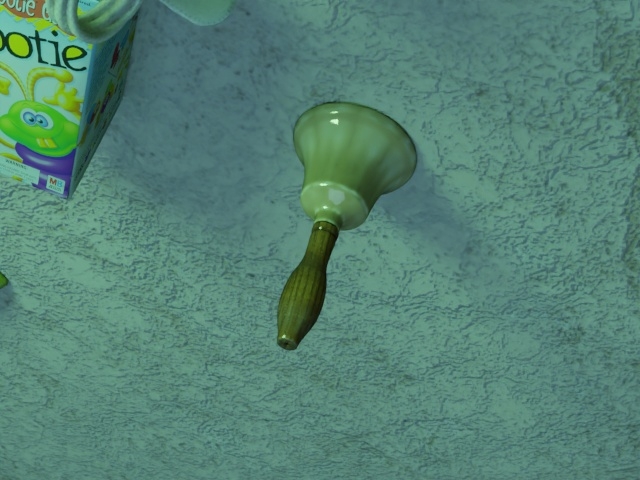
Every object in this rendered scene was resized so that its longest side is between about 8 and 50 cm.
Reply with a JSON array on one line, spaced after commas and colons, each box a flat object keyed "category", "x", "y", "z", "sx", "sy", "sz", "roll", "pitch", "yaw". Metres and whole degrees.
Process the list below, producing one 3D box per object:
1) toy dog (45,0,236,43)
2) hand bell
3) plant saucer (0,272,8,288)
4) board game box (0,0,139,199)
[{"category": "toy dog", "x": -0.066, "y": -0.246, "z": 1.048, "sx": 0.161, "sy": 0.333, "sz": 0.220, "roll": 48, "pitch": 178, "yaw": 28}, {"category": "hand bell", "x": 0.000, "y": 0.000, "z": 1.370, "sx": 0.126, "sy": 0.242, "sz": 0.126, "roll": 13, "pitch": 143, "yaw": 10}, {"category": "plant saucer", "x": -0.509, "y": 0.022, "z": 1.790, "sx": 0.188, "sy": 0.045, "sz": 0.188, "roll": -10, "pitch": 134, "yaw": 33}, {"category": "board game box", "x": -0.252, "y": -0.191, "z": 1.327, "sx": 0.142, "sy": 0.144, "sz": 0.275, "roll": 21, "pitch": 142, "yaw": -1}]
